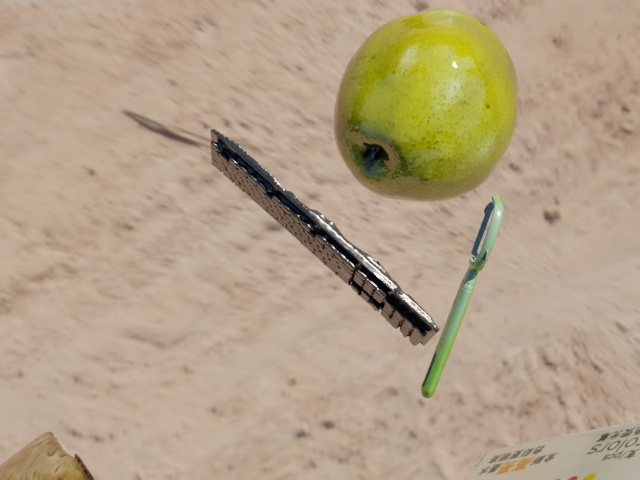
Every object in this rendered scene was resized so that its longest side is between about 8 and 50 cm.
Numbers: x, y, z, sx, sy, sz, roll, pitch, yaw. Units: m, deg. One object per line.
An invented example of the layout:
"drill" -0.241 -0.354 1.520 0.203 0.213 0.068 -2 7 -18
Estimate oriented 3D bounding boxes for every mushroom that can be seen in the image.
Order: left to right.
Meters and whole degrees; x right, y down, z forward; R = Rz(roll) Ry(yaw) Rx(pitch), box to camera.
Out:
"mushroom" -0.220 0.203 1.205 0.094 0.210 0.072 -42 105 -9

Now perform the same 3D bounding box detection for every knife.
"knife" 0.136 0.061 1.456 0.015 0.054 0.212 17 108 -8

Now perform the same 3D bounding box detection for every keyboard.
"keyboard" -0.001 0.001 1.012 0.196 0.074 0.015 42 74 6

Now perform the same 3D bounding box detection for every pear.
"pear" 0.109 -0.130 1.510 0.198 0.198 0.198 0 89 9

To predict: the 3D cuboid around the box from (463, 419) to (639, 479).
"box" 0.174 0.231 1.107 0.221 0.274 0.091 -43 102 -37
